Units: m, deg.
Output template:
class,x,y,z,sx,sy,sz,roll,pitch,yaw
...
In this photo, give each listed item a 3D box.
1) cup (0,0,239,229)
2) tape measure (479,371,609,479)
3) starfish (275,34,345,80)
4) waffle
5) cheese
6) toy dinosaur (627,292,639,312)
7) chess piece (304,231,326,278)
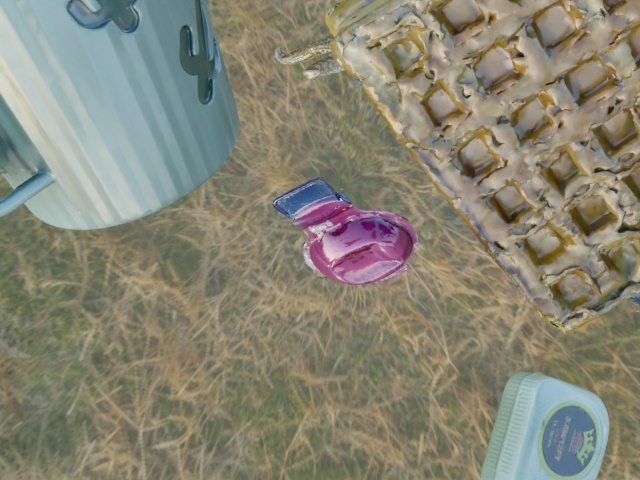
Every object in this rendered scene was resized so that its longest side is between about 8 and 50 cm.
class,x,y,z,sx,sy,sz,roll,pitch,yaw
cup,-0.299,-0.217,0.875,0.401,0.310,0.392,-28,130,-11
tape measure,0.376,0.353,1.495,0.207,0.115,0.235,22,80,-28
starfish,0.089,-0.351,1.663,0.327,0.375,0.094,27,125,35
waffle,0.174,-0.095,0.643,0.213,0.091,0.308,-33,116,16
cheese,0.034,-0.008,1.147,0.155,0.244,0.062,-27,49,23
toy dinosaur,0.288,0.002,0.975,0.147,0.076,0.363,-21,137,8
chess piece,0.000,0.000,1.590,0.066,0.066,0.122,-23,66,3
